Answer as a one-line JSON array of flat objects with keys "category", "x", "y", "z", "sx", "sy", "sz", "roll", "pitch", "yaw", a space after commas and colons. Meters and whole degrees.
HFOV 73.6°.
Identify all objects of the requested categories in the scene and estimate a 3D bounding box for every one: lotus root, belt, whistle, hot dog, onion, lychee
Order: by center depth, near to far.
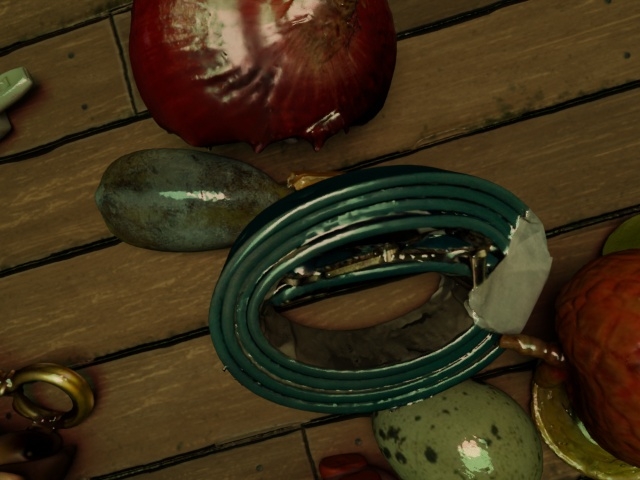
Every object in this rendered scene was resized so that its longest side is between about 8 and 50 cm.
[{"category": "lychee", "x": 0.367, "y": 0.133, "z": 0.473, "sx": 0.300, "sy": 0.255, "sz": 0.254, "roll": -16, "pitch": 87, "yaw": 16}, {"category": "onion", "x": -0.069, "y": -0.267, "z": 0.566, "sx": 0.342, "sy": 0.341, "sz": 0.340, "roll": 0, "pitch": 88, "yaw": 4}, {"category": "belt", "x": 0.075, "y": 0.059, "z": 0.586, "sx": 0.437, "sy": 0.173, "sz": 0.299, "roll": -13, "pitch": 105, "yaw": 0}, {"category": "lotus root", "x": -0.172, "y": -0.059, "z": 0.650, "sx": 0.323, "sy": 0.140, "sz": 0.157, "roll": 2, "pitch": 87, "yaw": 1}, {"category": "hot dog", "x": 0.007, "y": -0.085, "z": 0.664, "sx": 0.133, "sy": 0.056, "sz": 0.041, "roll": -5, "pitch": 108, "yaw": -33}, {"category": "whistle", "x": -0.582, "y": -0.202, "z": 0.702, "sx": 0.253, "sy": 0.106, "sz": 0.101, "roll": -31, "pitch": 103, "yaw": 2}]

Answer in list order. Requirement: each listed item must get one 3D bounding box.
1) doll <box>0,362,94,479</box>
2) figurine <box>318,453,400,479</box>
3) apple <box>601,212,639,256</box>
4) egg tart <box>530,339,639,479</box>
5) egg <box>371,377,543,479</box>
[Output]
[{"category": "doll", "x": -0.543, "y": 0.310, "z": 0.627, "sx": 0.340, "sy": 0.209, "sz": 0.317, "roll": 22, "pitch": 96, "yaw": 2}, {"category": "figurine", "x": 0.059, "y": 0.408, "z": 0.601, "sx": 0.174, "sy": 0.173, "sz": 0.173, "roll": 0, "pitch": 88, "yaw": 4}, {"category": "apple", "x": 0.495, "y": 0.036, "z": 0.598, "sx": 0.146, "sy": 0.147, "sz": 0.163, "roll": 37, "pitch": 89, "yaw": 4}, {"category": "egg tart", "x": 0.414, "y": 0.238, "z": 0.613, "sx": 0.213, "sy": 0.090, "sz": 0.212, "roll": -2, "pitch": 77, "yaw": 9}, {"category": "egg", "x": 0.184, "y": 0.277, "z": 0.596, "sx": 0.228, "sy": 0.177, "sz": 0.176, "roll": 13, "pitch": 88, "yaw": 19}]
